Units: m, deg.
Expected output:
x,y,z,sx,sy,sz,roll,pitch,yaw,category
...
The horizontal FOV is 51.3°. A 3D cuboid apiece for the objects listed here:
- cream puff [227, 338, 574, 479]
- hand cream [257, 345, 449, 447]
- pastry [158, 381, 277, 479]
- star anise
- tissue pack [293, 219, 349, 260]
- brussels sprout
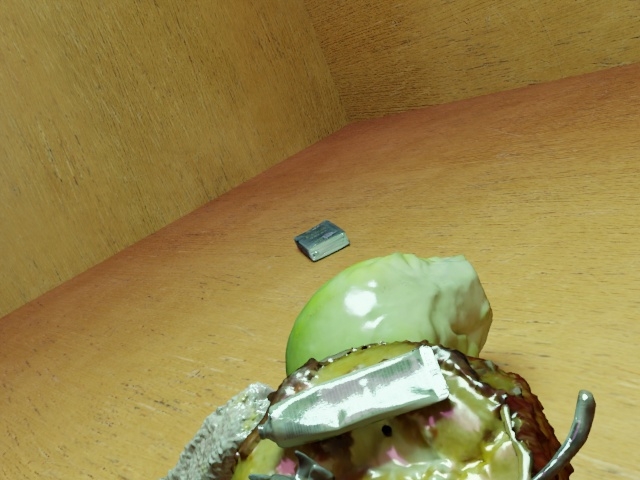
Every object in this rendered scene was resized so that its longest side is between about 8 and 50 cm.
x,y,z,sx,sy,sz,roll,pitch,yaw,category
0.070,0.250,0.621,0.350,0.229,0.351,-14,48,16,cream puff
0.025,0.138,0.570,0.165,0.037,0.057,-19,42,2,hand cream
-0.127,0.296,0.845,0.265,0.102,0.112,-52,27,30,pastry
0.069,0.196,0.498,0.227,0.219,0.148,9,13,-12,star anise
0.000,0.000,1.789,0.112,0.051,0.156,-27,18,-10,tissue pack
0.085,0.152,0.882,0.316,0.243,0.273,-40,-14,23,brussels sprout
